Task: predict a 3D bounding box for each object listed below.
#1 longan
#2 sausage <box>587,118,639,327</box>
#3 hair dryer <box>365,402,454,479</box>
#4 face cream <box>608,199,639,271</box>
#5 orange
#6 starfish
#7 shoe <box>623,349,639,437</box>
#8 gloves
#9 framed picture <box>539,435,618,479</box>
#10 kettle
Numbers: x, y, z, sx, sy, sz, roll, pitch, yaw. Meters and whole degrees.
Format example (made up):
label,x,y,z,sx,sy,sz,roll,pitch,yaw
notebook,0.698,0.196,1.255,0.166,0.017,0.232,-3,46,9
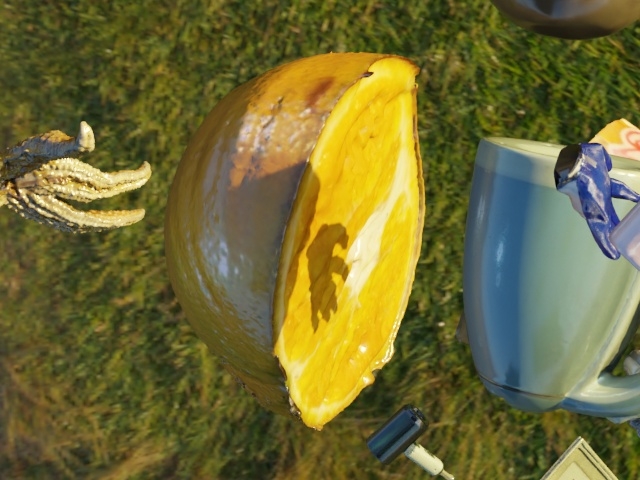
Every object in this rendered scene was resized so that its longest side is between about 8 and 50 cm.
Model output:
label,x,y,z,sx,sy,sz,roll,pitch,yaw
longan,0.238,-0.285,1.065,0.198,0.198,0.212,-26,63,26
sausage,0.492,-0.011,1.678,0.287,0.233,0.233,44,110,17
hair dryer,0.171,0.355,1.884,0.100,0.197,0.057,-42,34,10
face cream,0.234,-0.048,0.541,0.084,0.057,0.198,34,106,-20
orange,-0.001,-0.004,0.889,0.274,0.274,0.310,71,158,10
starfish,-0.151,-0.020,0.518,0.130,0.133,0.041,-28,70,6
shoe,0.467,0.240,1.567,0.092,0.089,0.180,-38,48,7
gloves,0.177,-0.029,0.707,0.026,0.086,0.064,-13,40,39
framed picture,0.243,0.337,1.234,0.231,0.173,0.010,-49,40,-3
kettle,0.325,0.063,1.423,0.319,0.247,0.342,16,102,34
